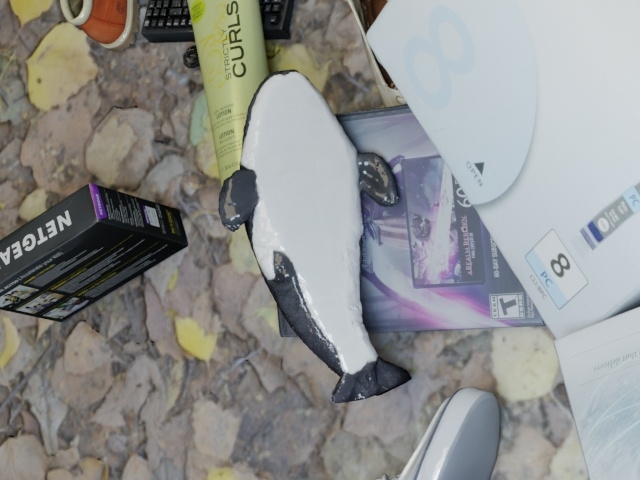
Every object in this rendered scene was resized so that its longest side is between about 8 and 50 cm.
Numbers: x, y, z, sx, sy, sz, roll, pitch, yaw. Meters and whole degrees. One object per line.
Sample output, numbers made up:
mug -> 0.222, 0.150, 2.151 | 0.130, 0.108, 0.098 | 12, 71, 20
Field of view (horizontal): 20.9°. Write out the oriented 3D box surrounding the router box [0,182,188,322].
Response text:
router box -> -0.238, 0.015, 1.674 | 0.179, 0.133, 0.046 | -30, 64, 26

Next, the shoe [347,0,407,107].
shoe -> 0.074, -0.153, 1.536 | 0.076, 0.058, 0.219 | -34, 61, 25

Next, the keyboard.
keyboard -> -0.103, -0.222, 1.702 | 0.180, 0.023, 0.108 | 3, 81, 37

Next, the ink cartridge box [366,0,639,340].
ink cartridge box -> 0.205, -0.136, 1.235 | 0.308, 0.091, 0.385 | 60, 150, 15

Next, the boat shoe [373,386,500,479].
boat shoe -> 0.066, 0.233, 1.429 | 0.084, 0.095, 0.258 | 24, 93, 33

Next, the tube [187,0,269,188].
tube -> -0.083, -0.161, 1.637 | 0.070, 0.062, 0.240 | -8, 75, -5

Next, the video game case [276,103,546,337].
video game case -> 0.070, -0.019, 1.500 | 0.274, 0.026, 0.196 | -5, 91, 34

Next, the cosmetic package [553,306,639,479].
cosmetic package -> 0.317, 0.147, 1.245 | 0.224, 0.138, 0.225 | -25, 67, 29

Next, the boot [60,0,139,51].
boot -> -0.229, -0.279, 1.768 | 0.059, 0.084, 0.158 | -17, 68, 33

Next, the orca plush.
orca plush -> 0.000, 0.000, 1.506 | 0.151, 0.102, 0.287 | -29, 87, -12
